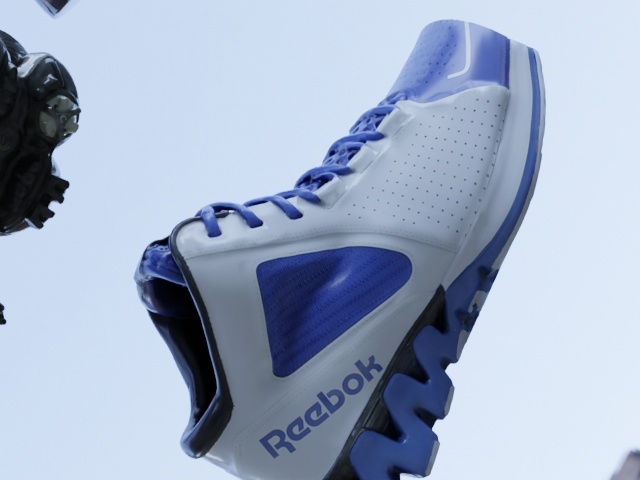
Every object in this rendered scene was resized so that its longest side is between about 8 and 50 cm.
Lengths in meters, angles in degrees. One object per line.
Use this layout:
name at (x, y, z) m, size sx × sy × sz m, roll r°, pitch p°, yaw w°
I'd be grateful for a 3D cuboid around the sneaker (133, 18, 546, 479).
sneaker at (0.000, 0.001, 0.783) m, size 0.182 × 0.127 × 0.315 m, roll 23°, pitch -106°, yaw -13°

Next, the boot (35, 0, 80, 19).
boot at (-0.167, -0.283, 0.817) m, size 0.229 × 0.091 × 0.263 m, roll 42°, pitch -103°, yaw -9°

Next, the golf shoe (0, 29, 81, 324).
golf shoe at (-0.221, 0.017, 0.725) m, size 0.105 × 0.120 × 0.273 m, roll 32°, pitch -99°, yaw -50°
